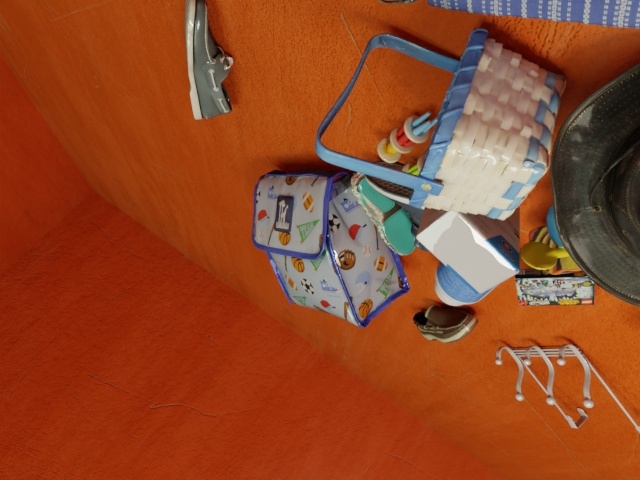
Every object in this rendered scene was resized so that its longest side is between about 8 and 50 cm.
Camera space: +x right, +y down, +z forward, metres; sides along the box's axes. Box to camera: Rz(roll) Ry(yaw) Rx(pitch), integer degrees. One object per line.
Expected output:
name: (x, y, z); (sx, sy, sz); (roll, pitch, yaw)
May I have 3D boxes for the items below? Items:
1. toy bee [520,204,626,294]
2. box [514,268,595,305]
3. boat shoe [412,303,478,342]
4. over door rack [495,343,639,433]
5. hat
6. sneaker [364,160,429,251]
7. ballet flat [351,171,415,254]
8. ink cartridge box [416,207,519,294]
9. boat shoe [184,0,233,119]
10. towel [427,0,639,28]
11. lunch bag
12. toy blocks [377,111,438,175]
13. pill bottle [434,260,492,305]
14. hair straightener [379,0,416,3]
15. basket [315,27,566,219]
toy bee: (0.402, 0.010, 0.731); (0.196, 0.162, 0.298); (-13, 161, 16)
box: (0.452, 0.090, 0.952); (0.137, 0.027, 0.094); (-5, 138, 25)
boat shoe: (0.330, 0.225, 1.366); (0.095, 0.095, 0.257); (45, 157, -1)
over door rack: (0.619, 0.386, 1.220); (0.324, 0.108, 0.239); (41, 158, -7)
hat: (0.413, -0.037, 0.530); (0.332, 0.134, 0.331); (11, 117, 21)
sneaker: (0.189, -0.065, 1.040); (0.226, 0.086, 0.163); (29, 153, 18)
ballet flat: (0.147, -0.071, 1.125); (0.240, 0.091, 0.077); (56, -178, -26)
ink cartridge box: (0.255, -0.033, 0.832); (0.148, 0.203, 0.086); (41, 127, -8)
boat shoe: (-0.245, -0.397, 1.094); (0.099, 0.116, 0.319); (-3, 150, -12)
towel: (0.248, -0.347, 0.511); (0.336, 0.040, 0.243); (25, 155, 34)
lunch bag: (0.000, 0.000, 1.271); (0.328, 0.239, 0.385); (9, 128, 50)
toy blocks: (0.185, -0.167, 0.899); (0.123, 0.054, 0.148); (43, 156, -9)
pill bottle: (0.316, 0.063, 1.044); (0.124, 0.124, 0.221); (34, 156, 11)
hair straightener: (0.054, -0.403, 0.653); (0.230, 0.047, 0.089); (44, 157, -8)
basket: (0.164, -0.164, 0.684); (0.289, 0.254, 0.201); (25, 154, 5)
